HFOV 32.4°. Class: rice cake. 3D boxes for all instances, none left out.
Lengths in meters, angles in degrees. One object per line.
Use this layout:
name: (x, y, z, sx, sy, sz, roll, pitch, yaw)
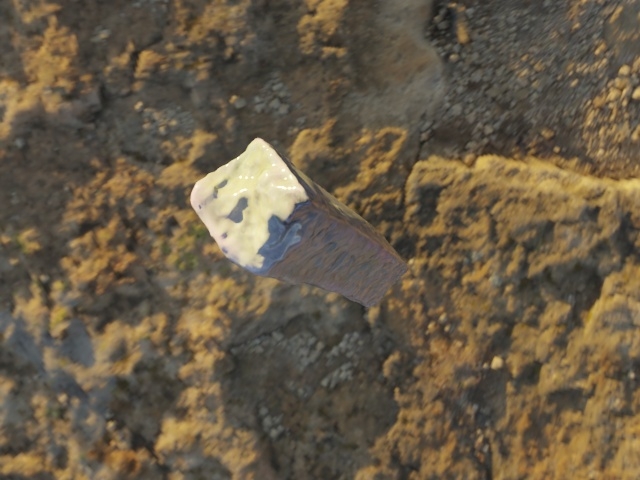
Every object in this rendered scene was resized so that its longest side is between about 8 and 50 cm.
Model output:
rice cake: (0.000, 0.001, 0.771, 0.064, 0.399, 0.070, -45, 76, 4)
